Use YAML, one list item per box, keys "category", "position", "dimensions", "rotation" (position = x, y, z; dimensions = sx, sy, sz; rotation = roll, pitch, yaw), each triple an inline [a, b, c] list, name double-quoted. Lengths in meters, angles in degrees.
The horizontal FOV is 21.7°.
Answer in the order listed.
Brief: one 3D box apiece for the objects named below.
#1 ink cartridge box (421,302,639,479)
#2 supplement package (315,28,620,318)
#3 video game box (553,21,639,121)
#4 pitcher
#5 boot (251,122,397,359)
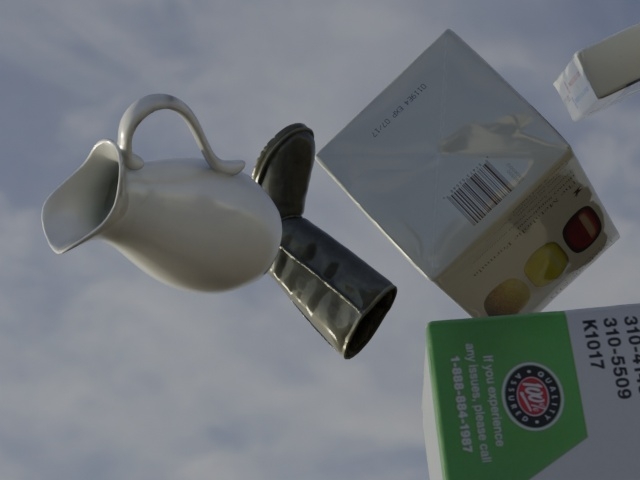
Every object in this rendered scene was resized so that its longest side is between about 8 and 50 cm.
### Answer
- category: "ink cartridge box"
  position: [0.193, 0.133, 0.739]
  dimensions: [0.278, 0.201, 0.117]
  rotation: [-5, -29, -1]
- category: "supplement package"
  position: [0.120, -0.032, 1.263]
  dimensions: [0.139, 0.134, 0.244]
  rotation: [-44, -23, 4]
- category: "video game box"
  position: [0.296, -0.164, 1.345]
  dimensions: [0.205, 0.048, 0.187]
  rotation: [-25, 0, 3]
- category: "pitcher"
  position: [-0.125, -0.041, 1.534]
  dimensions: [0.207, 0.125, 0.178]
  rotation: [17, -60, -39]
- category: "boot"
  position: [0.002, -0.001, 1.826]
  dimensions: [0.076, 0.208, 0.190]
  rotation: [-5, -54, -45]
